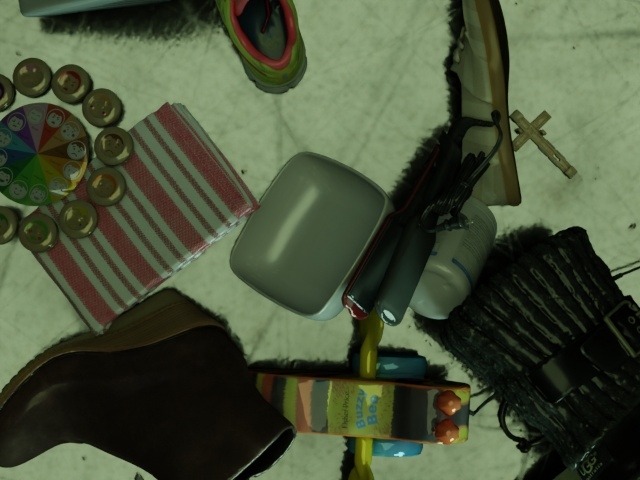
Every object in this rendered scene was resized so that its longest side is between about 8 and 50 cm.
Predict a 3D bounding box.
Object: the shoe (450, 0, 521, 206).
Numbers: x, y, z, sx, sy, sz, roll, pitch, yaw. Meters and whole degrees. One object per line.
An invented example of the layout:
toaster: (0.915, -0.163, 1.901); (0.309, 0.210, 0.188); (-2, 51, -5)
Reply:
shoe: (0.147, -0.137, 1.724); (0.058, 0.076, 0.219); (-6, 95, 12)

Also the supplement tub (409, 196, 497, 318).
supplement tub: (0.116, 0.014, 1.704); (0.071, 0.107, 0.071); (13, 131, 15)

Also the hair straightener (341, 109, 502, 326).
hair straightener: (0.109, -0.023, 1.639); (0.230, 0.089, 0.047); (-56, 131, -19)

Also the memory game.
memory game: (-0.263, -0.080, 1.717); (0.186, 0.012, 0.186); (-1, 79, 8)

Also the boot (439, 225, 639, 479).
boot: (0.299, 0.096, 1.682); (0.348, 0.131, 0.260); (-21, 62, -42)

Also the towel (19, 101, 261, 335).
towel: (-0.168, -0.021, 1.711); (0.197, 0.029, 0.144); (-39, 65, 1)

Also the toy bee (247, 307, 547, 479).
toy bee: (0.072, 0.141, 1.687); (0.298, 0.162, 0.195); (-18, 90, -2)

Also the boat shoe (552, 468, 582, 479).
boat shoe: (0.213, 0.283, 1.738); (0.302, 0.109, 0.094); (-33, 55, 1)

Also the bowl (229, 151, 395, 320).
bowl: (0.000, 0.000, 1.708); (0.142, 0.053, 0.142); (30, 88, 41)

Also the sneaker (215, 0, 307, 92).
sneaker: (-0.066, -0.239, 1.704); (0.081, 0.094, 0.208); (-27, 91, 0)

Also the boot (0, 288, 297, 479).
boot: (-0.169, 0.173, 1.668); (0.248, 0.090, 0.207); (-36, 57, -7)

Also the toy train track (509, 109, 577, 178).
toy train track: (0.212, -0.091, 1.760); (0.048, 0.014, 0.083); (-45, 93, -1)

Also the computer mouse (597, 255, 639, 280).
computer mouse: (0.283, 0.028, 1.759); (0.242, 0.041, 0.071); (-23, 99, -8)

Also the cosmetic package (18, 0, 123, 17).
cosmetic package: (-0.174, -0.434, 1.596); (0.161, 0.230, 0.453); (-12, 98, -36)
